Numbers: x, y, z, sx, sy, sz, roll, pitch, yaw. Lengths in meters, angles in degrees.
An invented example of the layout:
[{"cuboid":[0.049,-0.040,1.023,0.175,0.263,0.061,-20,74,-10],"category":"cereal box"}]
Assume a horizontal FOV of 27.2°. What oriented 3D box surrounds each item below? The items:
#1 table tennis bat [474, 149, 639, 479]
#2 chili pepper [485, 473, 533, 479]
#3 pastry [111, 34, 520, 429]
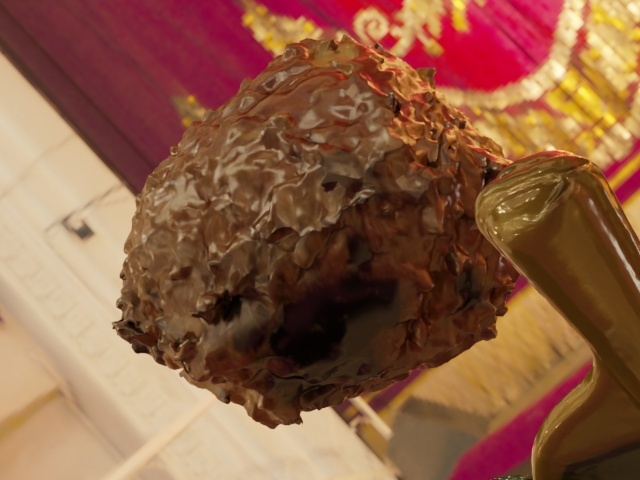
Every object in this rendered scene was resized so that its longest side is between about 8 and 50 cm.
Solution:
[{"cuboid":[0.170,0.075,0.595,0.198,0.321,0.050,-24,36,28],"category":"table tennis bat"},{"cuboid":[0.121,0.196,0.912,0.118,0.055,0.035,-47,-21,9],"category":"chili pepper"},{"cuboid":[0.016,-0.004,1.253,0.337,0.292,0.405,16,57,48],"category":"pastry"}]
